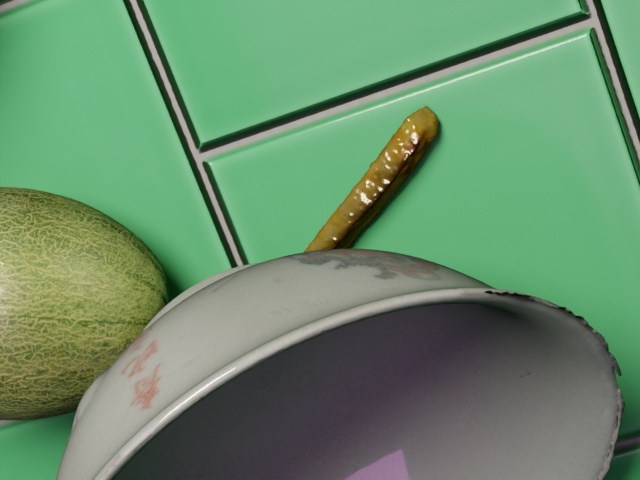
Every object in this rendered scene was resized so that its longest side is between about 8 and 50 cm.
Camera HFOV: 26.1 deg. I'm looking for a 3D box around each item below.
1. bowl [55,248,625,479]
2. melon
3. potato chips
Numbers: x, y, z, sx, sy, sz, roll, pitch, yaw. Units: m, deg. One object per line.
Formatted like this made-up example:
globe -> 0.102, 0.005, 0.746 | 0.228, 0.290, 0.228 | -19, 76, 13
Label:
bowl -> -0.019, 0.114, 0.766 | 0.345, 0.345, 0.157 | -56, 45, 21
melon -> -0.187, 0.037, 0.812 | 0.192, 0.139, 0.139 | 6, 109, -7
potato chips -> 0.000, 0.000, 0.825 | 0.204, 0.026, 0.037 | -45, 80, 21
